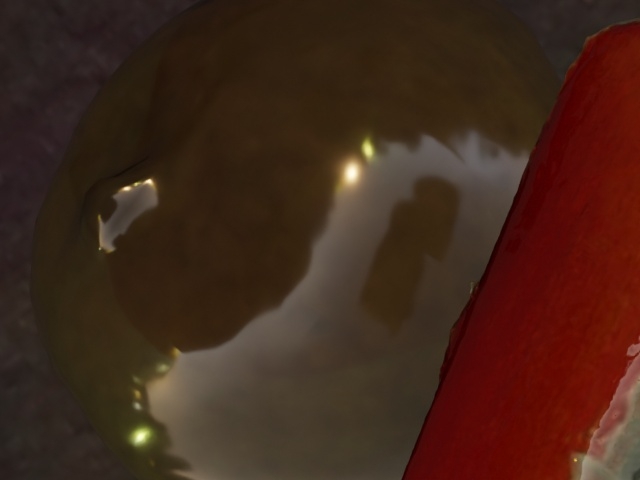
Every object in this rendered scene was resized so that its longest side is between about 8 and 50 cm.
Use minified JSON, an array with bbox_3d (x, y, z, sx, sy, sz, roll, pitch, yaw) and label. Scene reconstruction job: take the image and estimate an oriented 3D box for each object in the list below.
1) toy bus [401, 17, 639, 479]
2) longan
[{"bbox_3d":[0.108,0.047,0.623,0.119,0.121,0.265,15,103,-31],"label":"toy bus"},{"bbox_3d":[0.000,0.003,0.975,0.297,0.297,0.297,-29,148,-21],"label":"longan"}]
